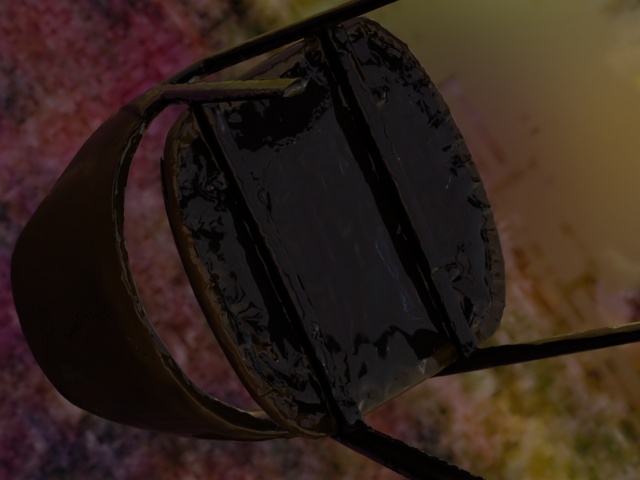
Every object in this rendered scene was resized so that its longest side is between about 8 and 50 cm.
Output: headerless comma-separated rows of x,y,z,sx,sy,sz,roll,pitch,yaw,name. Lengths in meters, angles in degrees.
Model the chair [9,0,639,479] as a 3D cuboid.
0.000,0.000,0.652,0.247,0.172,0.159,-6,-69,61,chair
